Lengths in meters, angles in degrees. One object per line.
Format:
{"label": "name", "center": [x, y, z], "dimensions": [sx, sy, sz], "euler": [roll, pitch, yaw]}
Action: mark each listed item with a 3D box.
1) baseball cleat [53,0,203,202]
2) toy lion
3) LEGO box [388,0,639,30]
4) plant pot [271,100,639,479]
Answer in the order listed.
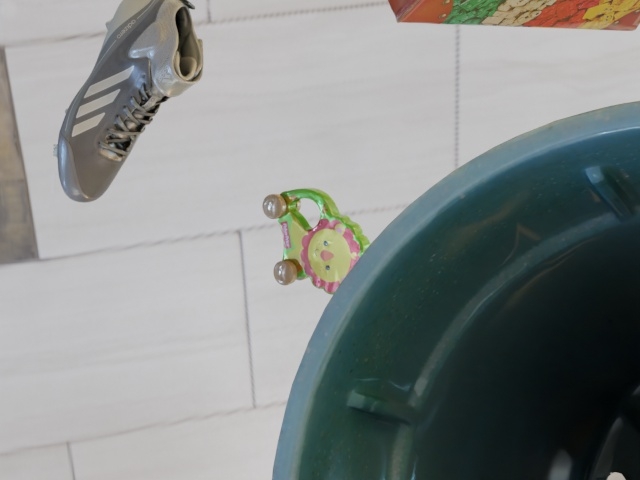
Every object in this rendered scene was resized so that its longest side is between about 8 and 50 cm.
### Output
{"label": "baseball cleat", "center": [-0.170, -0.125, 1.044], "dimensions": [0.072, 0.109, 0.205], "euler": [14, 95, -52]}
{"label": "toy lion", "center": [0.000, 0.000, 1.059], "dimensions": [0.034, 0.096, 0.100], "euler": [-14, 95, -56]}
{"label": "LEGO box", "center": [0.179, -0.482, 1.228], "dimensions": [0.373, 0.500, 0.193], "euler": [-6, 156, -37]}
{"label": "plant pot", "center": [0.205, 0.142, 0.591], "dimensions": [0.341, 0.341, 0.334], "euler": [-49, 149, 10]}
